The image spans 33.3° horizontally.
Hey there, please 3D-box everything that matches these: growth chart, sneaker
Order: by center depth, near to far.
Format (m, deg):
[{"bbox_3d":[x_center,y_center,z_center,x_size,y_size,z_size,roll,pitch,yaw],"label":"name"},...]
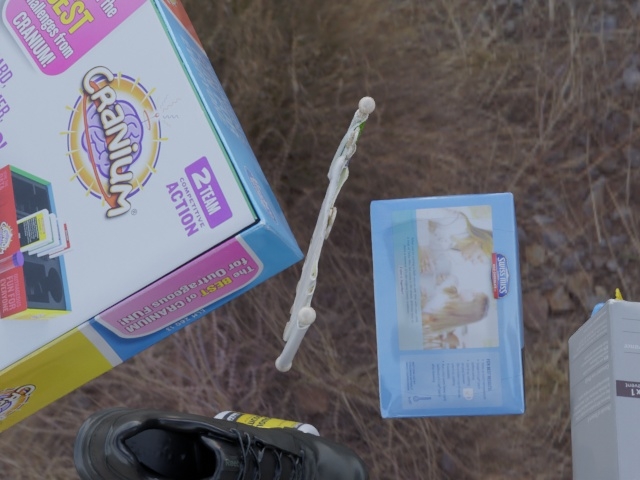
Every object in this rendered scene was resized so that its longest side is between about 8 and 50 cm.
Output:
[{"bbox_3d":[-0.078,0.215,0.990,0.286,0.130,0.109,10,74,-22],"label":"sneaker"},{"bbox_3d":[0.000,0.000,1.009,0.021,0.172,0.237,17,72,-3],"label":"growth chart"}]

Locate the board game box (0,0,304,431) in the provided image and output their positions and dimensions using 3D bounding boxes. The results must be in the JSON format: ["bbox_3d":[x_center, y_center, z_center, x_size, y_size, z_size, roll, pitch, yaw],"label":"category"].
[{"bbox_3d":[-0.200,-0.018,0.623,0.316,0.064,0.242,-29,66,8],"label":"board game box"}]

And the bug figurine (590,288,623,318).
[{"bbox_3d":[0.412,0.218,1.447,0.072,0.216,0.279,-18,102,22],"label":"bug figurine"}]

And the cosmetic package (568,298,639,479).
[{"bbox_3d":[0.260,0.174,0.795,0.127,0.107,0.238,5,63,-6],"label":"cosmetic package"}]

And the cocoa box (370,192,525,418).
[{"bbox_3d":[0.210,0.103,1.739,0.231,0.228,0.347,-3,88,10],"label":"cocoa box"}]

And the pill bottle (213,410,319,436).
[{"bbox_3d":[-0.099,0.288,1.455,0.184,0.103,0.103,5,65,23],"label":"pill bottle"}]
